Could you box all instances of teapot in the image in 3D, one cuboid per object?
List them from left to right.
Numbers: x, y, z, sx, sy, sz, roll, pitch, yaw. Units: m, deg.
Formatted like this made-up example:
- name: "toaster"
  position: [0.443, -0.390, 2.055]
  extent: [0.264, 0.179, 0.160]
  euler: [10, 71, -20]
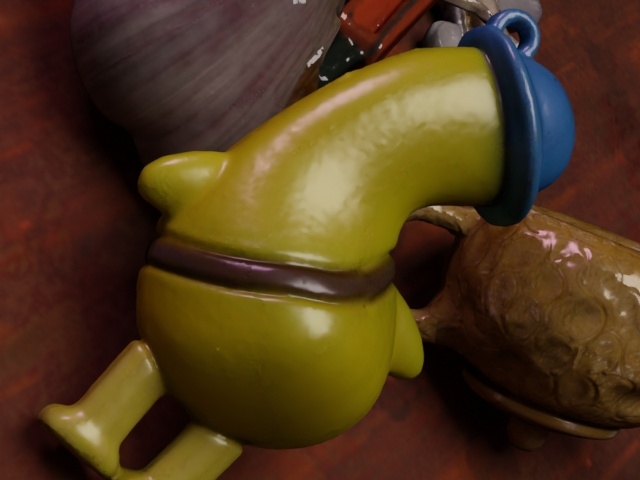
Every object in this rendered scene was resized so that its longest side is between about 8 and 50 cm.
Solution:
- name: "teapot"
  position: [0.160, 0.068, 1.094]
  extent: [0.311, 0.203, 0.167]
  euler: [20, 97, -14]

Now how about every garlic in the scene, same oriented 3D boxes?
- name: "garlic"
  position: [-0.033, -0.134, 0.984]
  extent: [0.257, 0.207, 0.207]
  euler: [-7, 72, -16]

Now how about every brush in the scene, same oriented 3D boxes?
- name: "brush"
  position: [0.066, -0.187, 1.161]
  extent: [0.051, 0.070, 0.323]
  euler: [35, 53, 3]

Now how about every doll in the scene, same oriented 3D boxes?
- name: "doll"
  position: [0.000, 0.000, 0.873]
  extent: [0.363, 0.145, 0.199]
  euler: [-47, 111, -10]

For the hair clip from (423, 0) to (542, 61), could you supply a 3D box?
- name: "hair clip"
  position: [0.128, -0.167, 1.247]
  extent: [0.146, 0.075, 0.257]
  euler: [4, 58, -28]
